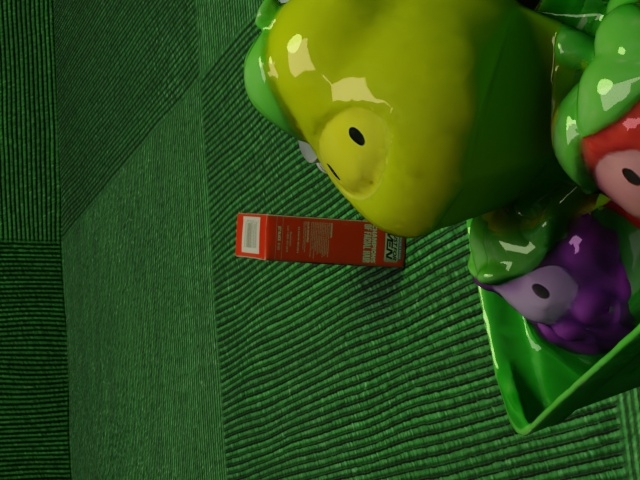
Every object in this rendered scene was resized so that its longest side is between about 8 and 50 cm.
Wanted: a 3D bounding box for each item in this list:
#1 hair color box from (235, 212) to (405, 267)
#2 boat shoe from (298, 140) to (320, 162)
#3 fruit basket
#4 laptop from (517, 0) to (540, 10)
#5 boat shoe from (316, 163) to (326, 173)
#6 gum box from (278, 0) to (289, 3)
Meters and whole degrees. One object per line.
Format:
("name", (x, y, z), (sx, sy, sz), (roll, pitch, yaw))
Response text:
("hair color box", (0.000, 0.000, 1.532), (0.093, 0.167, 0.053), (-176, 88, -67))
("boat shoe", (0.064, -0.168, 1.475), (0.306, 0.104, 0.113), (120, 140, -59))
("fruit basket", (0.139, -0.050, 0.917), (0.392, 0.392, 0.283), (130, 136, -55))
("laptop", (0.200, -0.395, 1.063), (0.408, 0.236, 0.382), (29, 149, 36))
("boat shoe", (0.015, -0.131, 1.677), (0.035, 0.035, 0.100), (174, 103, -69))
("gum box", (-0.017, -0.284, 1.498), (0.157, 0.041, 0.184), (119, 153, -62))
